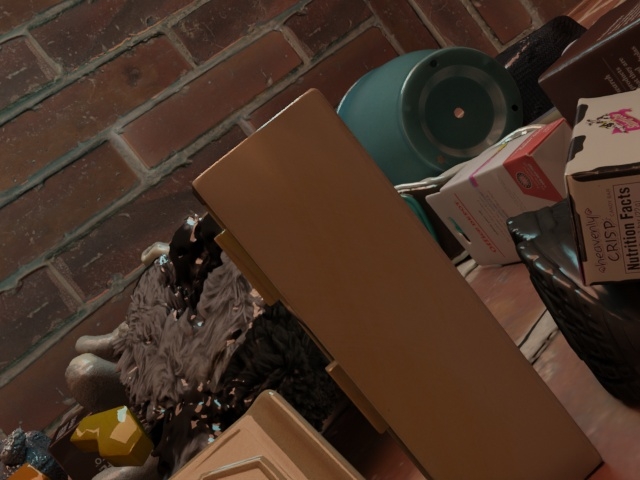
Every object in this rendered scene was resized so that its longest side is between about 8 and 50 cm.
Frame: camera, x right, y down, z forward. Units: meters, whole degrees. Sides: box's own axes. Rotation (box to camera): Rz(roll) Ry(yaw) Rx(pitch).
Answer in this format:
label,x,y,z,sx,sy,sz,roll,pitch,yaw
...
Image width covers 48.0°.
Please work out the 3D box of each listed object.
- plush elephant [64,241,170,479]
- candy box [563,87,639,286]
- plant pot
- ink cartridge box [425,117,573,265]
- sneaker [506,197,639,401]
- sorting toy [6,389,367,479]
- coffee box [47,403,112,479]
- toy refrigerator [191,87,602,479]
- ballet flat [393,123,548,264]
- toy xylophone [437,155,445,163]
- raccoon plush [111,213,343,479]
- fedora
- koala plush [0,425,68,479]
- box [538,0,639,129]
label,x,y,z,sx,sy,sz,roll,pitch,yaw
plush elephant,-0.227,0.161,1.021,0.330,0.272,0.255,-25,41,-26
candy box,0.262,-0.048,0.393,0.233,0.071,0.159,-6,22,26
plant pot,0.174,-0.171,1.104,0.271,0.272,0.255,-40,6,-9
ink cartridge box,0.210,-0.042,0.768,0.067,0.115,0.198,-42,9,-22
sneaker,0.213,0.008,0.512,0.130,0.109,0.286,-30,11,15
sorting toy,-0.081,0.202,0.436,0.229,0.041,0.307,-42,43,-14
coffee box,-0.384,0.340,1.322,0.168,0.119,0.297,-39,7,-13
toy refrigerator,0.037,0.050,0.436,0.094,0.269,0.102,-39,8,-7
ballet flat,0.176,-0.035,0.960,0.400,0.139,0.139,-27,13,40
toy xylophone,0.129,-0.149,1.412,0.236,0.081,0.322,-26,20,-23
raccoon plush,-0.033,0.174,0.681,0.216,0.299,0.446,-13,55,39
fedora,0.392,-0.288,1.262,0.334,0.152,0.334,-38,8,6
koala plush,-0.542,0.430,1.308,0.203,0.196,0.221,-31,-2,-37
box,0.449,-0.245,0.779,0.191,0.143,0.381,-43,10,-30
